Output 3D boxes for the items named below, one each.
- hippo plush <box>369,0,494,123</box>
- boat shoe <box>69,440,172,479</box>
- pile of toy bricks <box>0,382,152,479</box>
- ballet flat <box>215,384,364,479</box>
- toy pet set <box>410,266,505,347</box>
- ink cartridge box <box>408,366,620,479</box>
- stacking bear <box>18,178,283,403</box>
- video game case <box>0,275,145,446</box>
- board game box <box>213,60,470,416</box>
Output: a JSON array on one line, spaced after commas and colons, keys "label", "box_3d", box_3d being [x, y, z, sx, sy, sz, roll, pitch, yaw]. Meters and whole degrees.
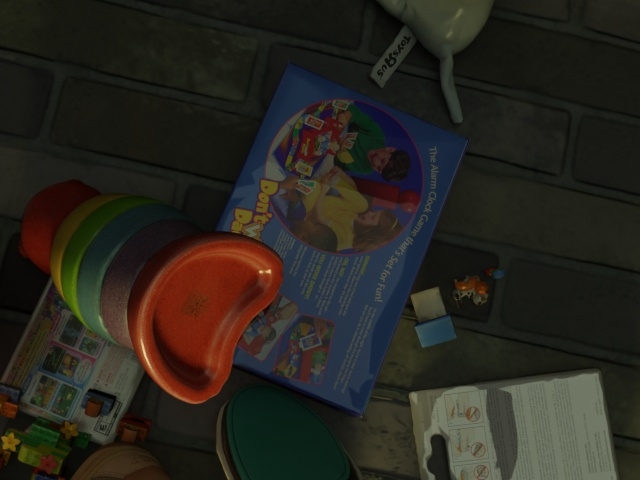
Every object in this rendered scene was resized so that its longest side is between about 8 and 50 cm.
[{"label": "hippo plush", "box_3d": [0.143, -0.341, 1.152, 0.234, 0.236, 0.294, 26, 78, -2]}, {"label": "boat shoe", "box_3d": [-0.256, 0.364, 0.977, 0.122, 0.110, 0.341, 31, 83, -28]}, {"label": "pile of toy bricks", "box_3d": [-0.285, 0.219, 1.056, 0.212, 0.105, 0.118, 18, 97, -2]}, {"label": "ballet flat", "box_3d": [0.003, 0.300, 1.012, 0.139, 0.400, 0.139, -17, 123, -27]}, {"label": "toy pet set", "box_3d": [0.162, 0.078, 1.146, 0.114, 0.122, 0.065, -17, 88, 6]}, {"label": "ink cartridge box", "box_3d": [0.228, 0.250, 1.164, 0.225, 0.056, 0.181, -9, 81, 11]}, {"label": "stacking bear", "box_3d": [-0.211, 0.021, 1.054, 0.289, 0.164, 0.175, 25, 82, 39]}, {"label": "video game case", "box_3d": [-0.271, 0.135, 1.132, 0.143, 0.019, 0.157, 23, 79, -2]}, {"label": "board game box", "box_3d": [0.000, 0.000, 1.156, 0.233, 0.078, 0.347, 23, 78, -2]}]
